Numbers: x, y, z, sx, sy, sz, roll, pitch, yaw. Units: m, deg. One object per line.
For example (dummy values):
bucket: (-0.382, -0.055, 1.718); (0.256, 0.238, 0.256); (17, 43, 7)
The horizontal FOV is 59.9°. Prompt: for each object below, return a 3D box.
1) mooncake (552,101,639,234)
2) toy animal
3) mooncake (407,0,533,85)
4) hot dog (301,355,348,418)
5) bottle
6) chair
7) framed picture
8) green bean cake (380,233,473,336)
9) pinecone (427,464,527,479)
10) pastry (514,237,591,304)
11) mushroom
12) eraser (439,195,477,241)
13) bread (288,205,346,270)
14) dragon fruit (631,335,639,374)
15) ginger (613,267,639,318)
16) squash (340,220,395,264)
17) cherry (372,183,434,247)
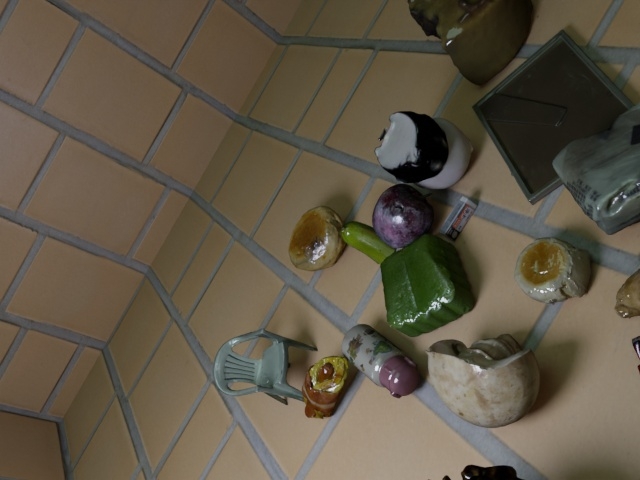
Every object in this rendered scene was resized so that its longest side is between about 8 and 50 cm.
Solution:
mooncake: (0.670, -0.151, 1.205); (0.250, 0.136, 0.255); (-36, 37, 28)
toy animal: (0.303, -0.261, 1.620); (0.212, 0.266, 0.213); (-9, 78, 46)
mooncake: (0.452, -0.708, 1.781); (0.394, 0.246, 0.393); (10, 68, 50)
hot dog: (-0.001, 0.432, 1.611); (0.123, 0.093, 0.262); (43, 125, 44)
bottle: (0.169, 0.330, 1.515); (0.253, 0.120, 0.120); (30, 91, 54)
chair: (-0.171, 0.409, 1.749); (0.190, 0.274, 0.204); (-29, 44, 38)
framed picture: (0.615, -0.343, 1.501); (0.326, 0.028, 0.446); (-40, 40, 28)
green bean cake: (0.282, 0.119, 1.518); (0.222, 0.124, 0.248); (-34, 45, 30)
pinecone: (0.316, 0.591, 0.944); (0.397, 0.397, 0.398); (-30, 45, 36)
pastry: (0.529, 0.070, 1.272); (0.165, 0.088, 0.166); (-27, 50, 39)
mushroom: (0.372, 0.315, 1.245); (0.253, 0.195, 0.189); (4, 102, 49)
eraser: (0.388, -0.061, 1.566); (0.122, 0.052, 0.029); (-58, 36, 4)
bread: (0.000, 0.000, 1.943); (0.244, 0.134, 0.245); (-28, 50, 39)
dragon fruit: (0.668, 0.229, 1.008); (0.127, 0.120, 0.161); (-10, 80, 0)
ginger: (0.675, 0.074, 1.057); (0.270, 0.123, 0.219); (-25, 24, 52)
squash: (0.140, -0.007, 1.723); (0.095, 0.188, 0.095); (-33, 41, 35)
cherry: (0.244, -0.067, 1.650); (0.195, 0.195, 0.195); (-30, 45, 36)
